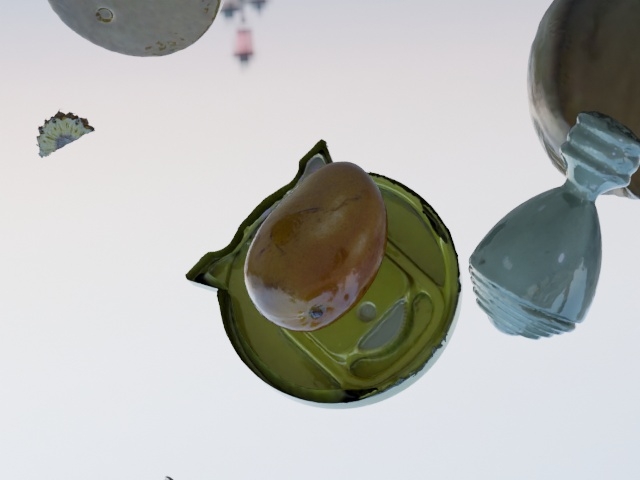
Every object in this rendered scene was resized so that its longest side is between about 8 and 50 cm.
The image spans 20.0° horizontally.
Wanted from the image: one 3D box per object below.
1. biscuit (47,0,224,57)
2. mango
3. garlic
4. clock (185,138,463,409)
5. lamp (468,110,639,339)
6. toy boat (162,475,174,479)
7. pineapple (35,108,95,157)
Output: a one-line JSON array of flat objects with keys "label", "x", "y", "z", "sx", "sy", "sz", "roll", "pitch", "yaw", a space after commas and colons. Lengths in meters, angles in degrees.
[{"label": "biscuit", "x": -0.249, "y": -0.341, "z": 1.963, "sx": 0.275, "sy": 0.355, "sz": 0.052, "roll": -18, "pitch": -147, "yaw": 27}, {"label": "mango", "x": 0.000, "y": 0.000, "z": 1.954, "sx": 0.145, "sy": 0.112, "sz": 0.219, "roll": 5, "pitch": -126, "yaw": 27}, {"label": "garlic", "x": 0.322, "y": -0.170, "z": 1.615, "sx": 0.338, "sy": 0.151, "sz": 0.196, "roll": -35, "pitch": -115, "yaw": -19}, {"label": "clock", "x": 0.022, "y": 0.055, "z": 2.074, "sx": 0.277, "sy": 0.293, "sz": 0.071, "roll": -40, "pitch": 157, "yaw": -3}, {"label": "lamp", "x": 0.190, "y": -0.009, "z": 1.446, "sx": 0.106, "sy": 0.193, "sz": 0.106, "roll": 25, "pitch": -167, "yaw": -6}, {"label": "toy boat", "x": -0.118, "y": 0.287, "z": 1.679, "sx": 0.047, "sy": 0.149, "sz": 0.049, "roll": -22, "pitch": 167, "yaw": -12}, {"label": "pineapple", "x": -0.329, "y": -0.139, "z": 2.292, "sx": 0.083, "sy": 0.045, "sz": 0.019, "roll": -27, "pitch": -159, "yaw": 18}]
